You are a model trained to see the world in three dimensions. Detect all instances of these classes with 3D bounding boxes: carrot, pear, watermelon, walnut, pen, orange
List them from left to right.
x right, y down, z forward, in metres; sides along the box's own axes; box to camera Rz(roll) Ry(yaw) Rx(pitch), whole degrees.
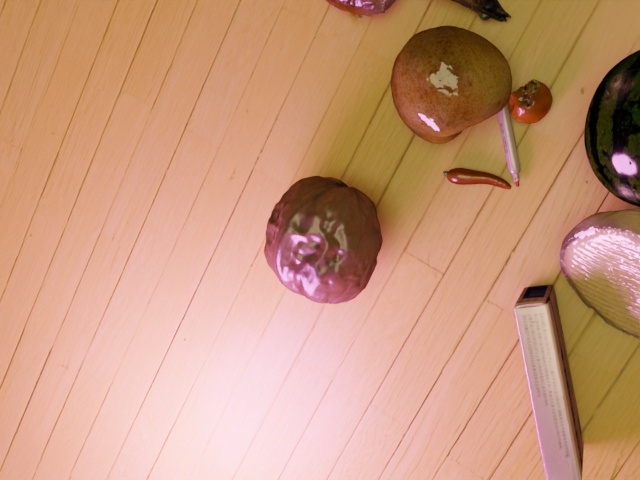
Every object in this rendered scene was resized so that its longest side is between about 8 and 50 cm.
[{"bbox_3d":[0.003,0.001,1.463,0.273,0.227,0.273,4,102,19],"label":"walnut"},{"bbox_3d":[0.246,-0.311,1.365,0.229,0.188,0.211,-30,95,25],"label":"pear"},{"bbox_3d":[0.322,-0.127,1.443,0.142,0.035,0.035,10,99,13],"label":"carrot"},{"bbox_3d":[0.379,-0.216,1.417,0.026,0.026,0.218,-11,92,20],"label":"pen"},{"bbox_3d":[0.414,-0.271,1.381,0.086,0.062,0.086,3,99,17],"label":"orange"},{"bbox_3d":[0.604,-0.187,1.205,0.285,0.285,0.285,2,96,19],"label":"watermelon"}]

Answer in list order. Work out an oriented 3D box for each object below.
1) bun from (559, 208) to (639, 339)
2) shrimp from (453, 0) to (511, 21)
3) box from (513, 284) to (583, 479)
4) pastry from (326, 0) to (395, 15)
[{"bbox_3d":[0.584,0.048,1.269,0.146,0.287,0.287,-37,81,-22],"label":"bun"},{"bbox_3d":[0.257,-0.549,1.389,0.317,0.062,0.164,36,67,-8],"label":"shrimp"},{"bbox_3d":[0.445,0.269,1.353,0.065,0.200,0.343,-10,92,22],"label":"box"},{"bbox_3d":[0.085,-0.558,1.446,0.193,0.093,0.182,8,94,15],"label":"pastry"}]
